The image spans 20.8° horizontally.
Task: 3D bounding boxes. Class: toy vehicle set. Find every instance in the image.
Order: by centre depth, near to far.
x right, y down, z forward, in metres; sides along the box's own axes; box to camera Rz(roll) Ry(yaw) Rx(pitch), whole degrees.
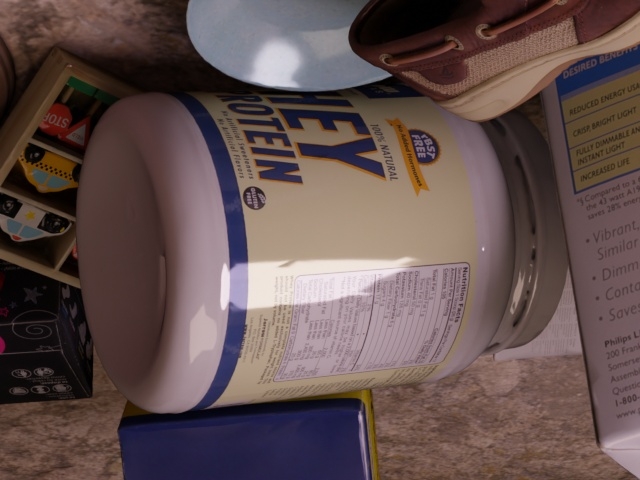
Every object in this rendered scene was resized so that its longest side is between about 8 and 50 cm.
[{"bbox_3d":[-0.145,-0.032,1.404,0.267,0.035,0.166,24,107,-38],"label":"toy vehicle set"}]

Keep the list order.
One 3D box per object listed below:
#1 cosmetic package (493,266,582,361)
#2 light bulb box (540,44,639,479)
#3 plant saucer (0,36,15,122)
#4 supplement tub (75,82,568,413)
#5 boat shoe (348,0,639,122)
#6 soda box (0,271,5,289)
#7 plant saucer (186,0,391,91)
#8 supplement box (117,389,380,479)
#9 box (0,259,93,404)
[{"bbox_3d":[0.205,0.030,1.598,0.099,0.060,0.239,-3,149,3],"label":"cosmetic package"},{"bbox_3d":[0.369,-0.029,1.229,0.358,0.361,0.225,-19,147,24],"label":"light bulb box"},{"bbox_3d":[-0.372,-0.116,1.319,0.278,0.041,0.278,-2,150,-1],"label":"plant saucer"},{"bbox_3d":[0.000,0.000,1.325,0.325,0.235,0.235,-5,152,-27],"label":"supplement tub"},{"bbox_3d":[0.131,-0.179,1.046,0.123,0.123,0.342,19,154,-23],"label":"boat shoe"},{"bbox_3d":[-0.390,0.014,1.370,0.263,0.083,0.092,20,169,8],"label":"soda box"},{"bbox_3d":[0.004,-0.170,1.194,0.195,0.037,0.195,-5,153,-2],"label":"plant saucer"},{"bbox_3d":[-0.049,0.181,1.514,0.194,0.356,0.195,-5,105,3],"label":"supplement box"},{"bbox_3d":[-0.329,0.052,1.503,0.247,0.142,0.163,-4,150,2],"label":"box"}]
